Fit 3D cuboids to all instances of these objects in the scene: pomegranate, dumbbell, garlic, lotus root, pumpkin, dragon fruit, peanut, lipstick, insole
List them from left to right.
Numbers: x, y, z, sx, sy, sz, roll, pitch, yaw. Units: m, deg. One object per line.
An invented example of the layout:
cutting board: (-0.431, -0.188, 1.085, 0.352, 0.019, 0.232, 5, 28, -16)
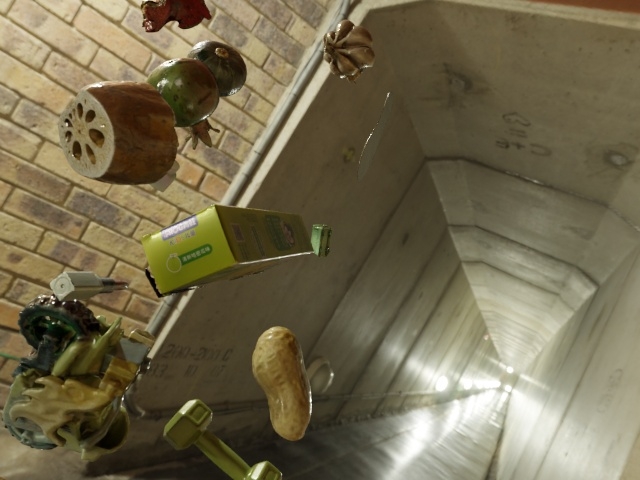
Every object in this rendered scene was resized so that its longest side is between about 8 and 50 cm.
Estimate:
lipstick: (-0.260, 0.052, 0.504, 0.025, 0.025, 0.107, 53, 6, 11)
lotus root: (-0.225, -0.115, 0.486, 0.122, 0.112, 0.081, -22, 0, 35)
dragon fruit: (-0.367, -0.554, 1.060, 0.092, 0.192, 0.122, -5, -44, 39)
pomegranate: (-0.332, -0.342, 1.091, 0.182, 0.181, 0.224, 26, -29, 38)
pumpkin: (-0.288, -0.473, 1.198, 0.167, 0.167, 0.125, 30, -44, -26)
dumbbell: (-0.232, 0.513, 1.029, 0.302, 0.108, 0.121, 40, 24, 1)
peanut: (-0.082, 0.305, 0.928, 0.111, 0.236, 0.120, -14, -19, 2)
garlic: (0.054, -0.465, 1.035, 0.194, 0.127, 0.131, -3, 67, -60)
insole: (0.138, -0.259, 1.078, 0.005, 0.253, 0.086, 18, -17, 21)

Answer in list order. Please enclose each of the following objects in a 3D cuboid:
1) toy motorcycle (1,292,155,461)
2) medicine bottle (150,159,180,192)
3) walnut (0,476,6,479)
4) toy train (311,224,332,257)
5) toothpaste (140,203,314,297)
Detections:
toy motorcycle: (-0.454, 0.275, 0.802, 0.237, 0.410, 0.168, 23, 30, -11)
medicine bottle: (-0.541, -0.231, 1.498, 0.074, 0.118, 0.055, 37, 34, -26)
walnut: (-0.490, 0.401, 0.552, 0.167, 0.207, 0.167, 36, -34, 29)
toy train: (0.000, 0.000, 1.188, 0.038, 0.093, 0.056, -2, 17, -36)
toothpaste: (-0.112, 0.009, 0.637, 0.077, 0.110, 0.327, 68, 14, 5)
